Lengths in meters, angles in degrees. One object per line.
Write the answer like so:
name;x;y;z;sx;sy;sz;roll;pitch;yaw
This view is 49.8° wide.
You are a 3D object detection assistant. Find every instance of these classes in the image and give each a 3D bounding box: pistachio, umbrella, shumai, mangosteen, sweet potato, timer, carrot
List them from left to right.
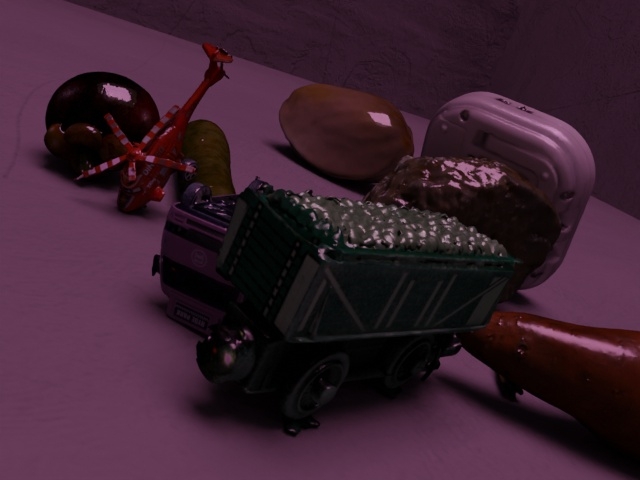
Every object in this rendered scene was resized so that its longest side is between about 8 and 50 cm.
mangosteen;-0.255;-0.126;0.797;0.140;0.140;0.140;20;17;-6
carrot;-0.134;-0.067;0.826;0.074;0.074;0.358;15;21;-20
pistachio;0.049;-0.193;1.306;0.288;0.197;0.166;20;-30;33
shumai;0.150;-0.034;0.871;0.256;0.189;0.218;20;17;-29
timer;0.240;-0.064;0.962;0.237;0.262;0.087;32;43;29
umbrella;0.185;0.131;0.686;0.020;0.031;0.083;-10;14;7
sweet potato;0.292;0.141;0.624;0.359;0.112;0.112;32;17;-3

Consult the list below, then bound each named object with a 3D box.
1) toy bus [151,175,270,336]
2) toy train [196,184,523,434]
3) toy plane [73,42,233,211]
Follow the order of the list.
toy bus;-0.060;0.009;0.622;0.096;0.108;0.199;23;14;18
toy train;0.026;0.047;0.532;0.269;0.154;0.115;4;22;-44
toy plane;-0.167;-0.120;0.745;0.126;0.194;0.077;12;-12;17
